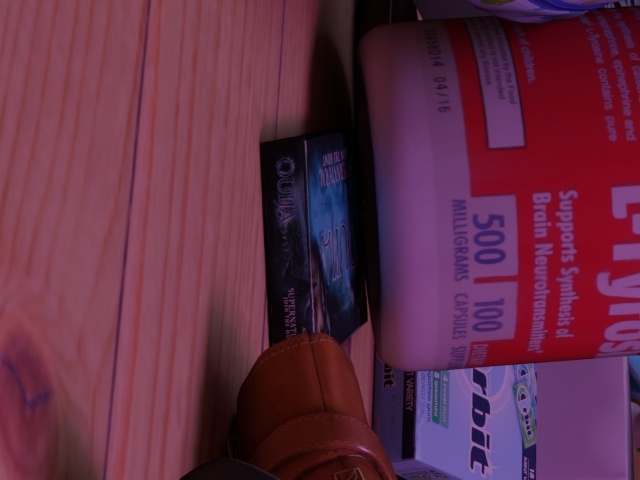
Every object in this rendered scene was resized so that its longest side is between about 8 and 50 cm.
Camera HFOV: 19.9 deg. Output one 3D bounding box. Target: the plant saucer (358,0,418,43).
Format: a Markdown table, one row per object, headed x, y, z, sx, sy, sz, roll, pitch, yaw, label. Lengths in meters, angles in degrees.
| x | y | z | sx | sy | sz | roll | pitch | yaw | label |
| --- | --- | --- | --- | --- | --- | --- | --- | --- | --- |
| 0.052 | -0.125 | 1.351 | 0.168 | 0.029 | 0.168 | -1 | 90 | -79 | plant saucer |

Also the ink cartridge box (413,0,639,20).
| x | y | z | sx | sy | sz | roll | pitch | yaw | label |
| --- | --- | --- | --- | --- | --- | --- | --- | --- | --- |
| 0.142 | -0.270 | 1.393 | 0.309 | 0.130 | 0.271 | 55 | 30 | -46 | ink cartridge box |

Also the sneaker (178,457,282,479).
| x | y | z | sx | sy | sz | roll | pitch | yaw | label |
| --- | --- | --- | --- | --- | --- | --- | --- | --- | --- |
| -0.045 | 0.194 | 0.693 | 0.106 | 0.101 | 0.267 | -48 | 148 | -34 | sneaker |

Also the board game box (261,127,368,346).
| x | y | z | sx | sy | sz | roll | pitch | yaw | label |
| --- | --- | --- | --- | --- | --- | --- | --- | --- | --- |
| 0.000 | 0.000 | 1.063 | 0.186 | 0.026 | 0.126 | -29 | 117 | -78 | board game box |

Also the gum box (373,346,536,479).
| x | y | z | sx | sy | sz | roll | pitch | yaw | label |
| --- | --- | --- | --- | --- | --- | --- | --- | --- | --- |
| 0.106 | 0.115 | 1.389 | 0.184 | 0.041 | 0.157 | 29 | 57 | -49 | gum box |

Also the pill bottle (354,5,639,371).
| x | y | z | sx | sy | sz | roll | pitch | yaw | label |
| --- | --- | --- | --- | --- | --- | --- | --- | --- | --- |
| 0.232 | -0.041 | 1.183 | 0.229 | 0.408 | 0.229 | 176 | -90 | -88 | pill bottle |

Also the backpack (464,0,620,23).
| x | y | z | sx | sy | sz | roll | pitch | yaw | label |
| --- | --- | --- | --- | --- | --- | --- | --- | --- | --- |
| 0.126 | -0.256 | 1.014 | 0.355 | 0.273 | 0.290 | 44 | 38 | -66 | backpack |

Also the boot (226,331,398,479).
| x | y | z | sx | sy | sz | roll | pitch | yaw | label |
| --- | --- | --- | --- | --- | --- | --- | --- | --- | --- |
| 0.001 | 0.192 | 0.899 | 0.283 | 0.109 | 0.220 | 95 | -22 | -61 | boot |

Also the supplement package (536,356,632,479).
| x | y | z | sx | sy | sz | roll | pitch | yaw | label |
| --- | --- | --- | --- | --- | --- | --- | --- | --- | --- |
| 0.199 | 0.197 | 1.678 | 0.293 | 0.178 | 0.175 | 70 | 21 | -58 | supplement package |

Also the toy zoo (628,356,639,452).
| x | y | z | sx | sy | sz | roll | pitch | yaw | label |
| --- | --- | --- | --- | --- | --- | --- | --- | --- | --- |
| 0.267 | 0.128 | 1.803 | 0.030 | 0.192 | 0.293 | -54 | 129 | -20 | toy zoo |
